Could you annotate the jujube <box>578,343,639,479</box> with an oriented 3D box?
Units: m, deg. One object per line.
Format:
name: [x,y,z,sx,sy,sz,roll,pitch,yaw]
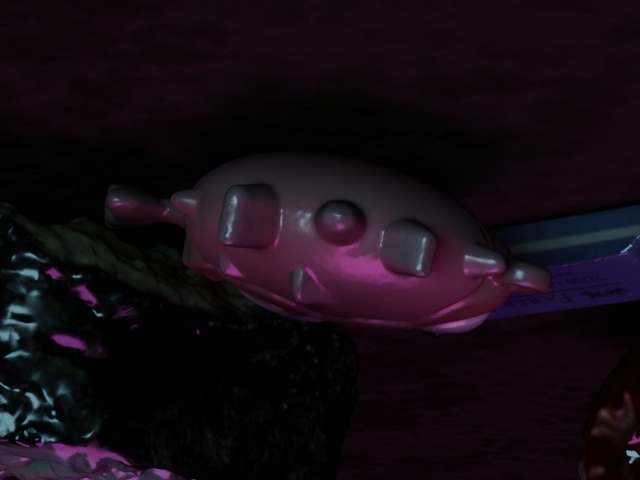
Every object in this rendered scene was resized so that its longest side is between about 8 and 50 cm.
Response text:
jujube: [0.312,0.163,1.050,0.232,0.213,0.213,2,163,-29]

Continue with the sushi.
sushi: [-0.115,0.088,0.933,0.211,0.171,0.350,-4,161,38]

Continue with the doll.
doll: [0.000,0.000,0.813,0.261,0.093,0.211,10,172,9]

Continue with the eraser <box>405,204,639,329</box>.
eraser: [0.129,0.019,0.941,0.225,0.036,0.082,-10,155,30]
